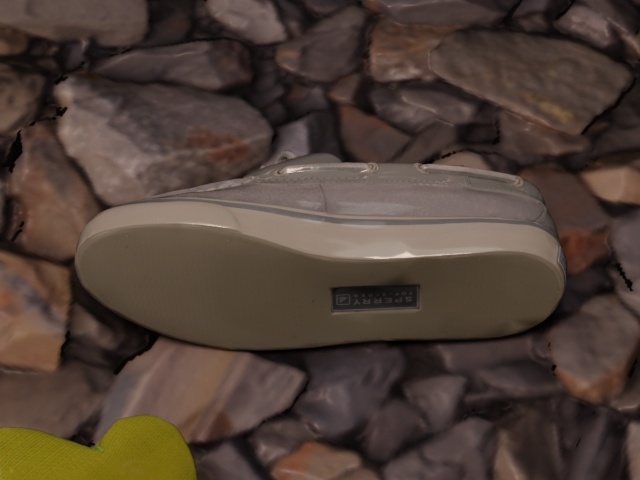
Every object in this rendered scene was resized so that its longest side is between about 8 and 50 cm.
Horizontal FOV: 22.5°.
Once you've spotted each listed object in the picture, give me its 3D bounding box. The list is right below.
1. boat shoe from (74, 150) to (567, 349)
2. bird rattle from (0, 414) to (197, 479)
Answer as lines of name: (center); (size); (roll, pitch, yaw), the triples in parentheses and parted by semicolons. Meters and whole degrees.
boat shoe: (0.001, -0.001, 0.765); (0.227, 0.079, 0.081); (2, 42, -2)
bird rattle: (-0.044, 0.191, 0.606); (0.253, 0.143, 0.207); (30, 69, 9)
